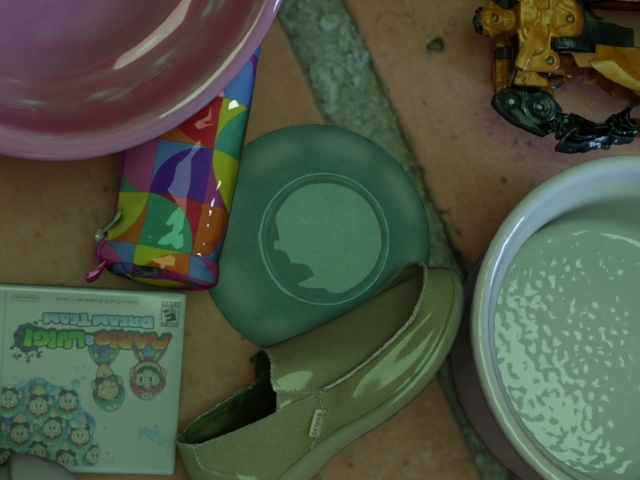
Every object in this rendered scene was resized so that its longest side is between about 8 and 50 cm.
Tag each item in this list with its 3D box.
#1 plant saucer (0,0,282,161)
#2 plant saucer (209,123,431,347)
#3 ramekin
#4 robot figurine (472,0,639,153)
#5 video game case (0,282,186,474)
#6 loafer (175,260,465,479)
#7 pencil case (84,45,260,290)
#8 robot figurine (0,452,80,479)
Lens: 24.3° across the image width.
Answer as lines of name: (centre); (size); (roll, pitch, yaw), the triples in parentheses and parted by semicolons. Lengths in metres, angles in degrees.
plant saucer: (-0.174, -0.221, 1.004); (0.332, 0.084, 0.332); (-14, 119, -27)
plant saucer: (0.000, 0.000, 1.193); (0.195, 0.037, 0.195); (1, 85, -12)
ramekin: (0.235, 0.082, 1.176); (0.277, 0.135, 0.277); (2, 78, -11)
robot figurine: (0.265, -0.170, 1.237); (0.291, 0.085, 0.211); (3, 84, -8)
video game case: (-0.185, 0.106, 1.136); (0.157, 0.019, 0.143); (3, 95, -12)
loafer: (-0.002, 0.107, 1.129); (0.268, 0.102, 0.092); (-45, 111, -3)
pencil case: (-0.108, -0.074, 1.144); (0.104, 0.104, 0.236); (13, 81, -11)
robot figurine: (-0.286, 0.238, 1.041); (0.278, 0.209, 0.174); (-4, 49, -13)
